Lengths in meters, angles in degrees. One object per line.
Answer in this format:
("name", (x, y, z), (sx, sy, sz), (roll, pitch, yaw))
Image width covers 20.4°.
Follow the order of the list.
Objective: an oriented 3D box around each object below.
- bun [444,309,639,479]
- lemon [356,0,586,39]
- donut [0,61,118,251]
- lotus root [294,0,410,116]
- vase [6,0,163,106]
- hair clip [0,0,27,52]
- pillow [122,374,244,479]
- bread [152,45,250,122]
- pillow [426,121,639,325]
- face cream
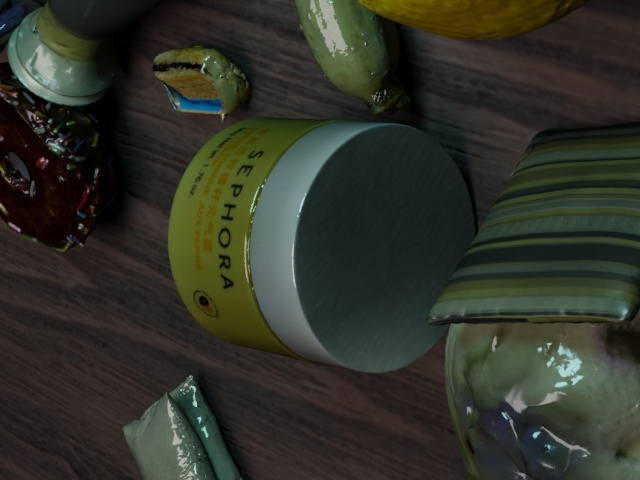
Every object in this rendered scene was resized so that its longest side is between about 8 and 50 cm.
("bun", (0.198, 0.142, 1.464), (0.273, 0.168, 0.273), (30, 134, 37))
("lemon", (0.111, -0.281, 1.307), (0.293, 0.293, 0.293), (22, 121, 42))
("donut", (-0.317, -0.100, 1.979), (0.235, 0.089, 0.235), (29, 143, 25))
("lotus root", (0.023, -0.194, 1.584), (0.077, 0.090, 0.183), (-20, 92, 23))
("vase", (-0.219, -0.271, 1.785), (0.173, 0.173, 0.321), (59, 145, 14))
("hair clip", (-0.390, -0.221, 1.935), (0.137, 0.278, 0.090), (-37, 92, 7))
("pillow", (-0.150, 0.254, 1.979), (0.134, 0.078, 0.181), (-35, 77, 50))
("bread", (-0.119, -0.164, 1.793), (0.106, 0.053, 0.072), (8, 134, 50))
("pillow", (0.203, -0.014, 1.377), (0.208, 0.212, 0.052), (-1, 136, 49))
("face cream", (0.000, 0.000, 1.588), (0.179, 0.218, 0.218), (7, 111, 48))
